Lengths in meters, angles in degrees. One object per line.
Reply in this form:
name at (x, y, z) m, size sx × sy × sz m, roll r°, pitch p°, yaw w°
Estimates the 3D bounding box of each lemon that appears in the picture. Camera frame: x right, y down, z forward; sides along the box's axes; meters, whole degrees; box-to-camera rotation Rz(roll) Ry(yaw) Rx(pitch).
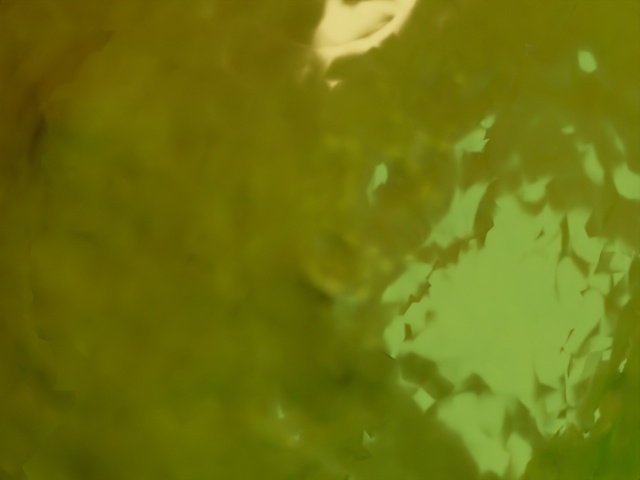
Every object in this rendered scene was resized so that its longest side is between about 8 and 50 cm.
lemon at (0.000, 0.000, 0.465) m, size 0.233 × 0.233 × 0.288 m, roll 42°, pitch 68°, yaw -47°
